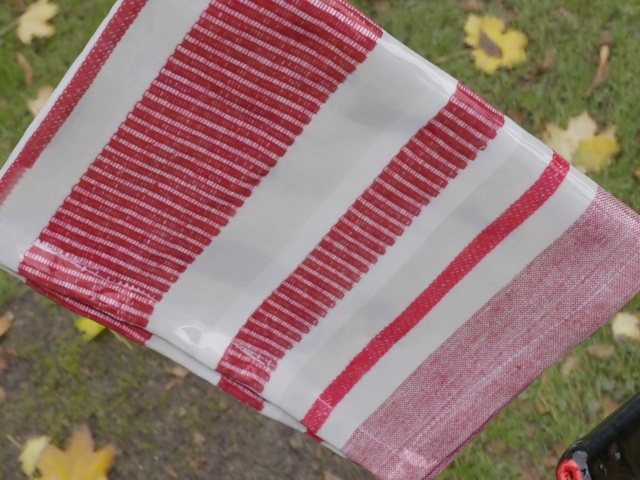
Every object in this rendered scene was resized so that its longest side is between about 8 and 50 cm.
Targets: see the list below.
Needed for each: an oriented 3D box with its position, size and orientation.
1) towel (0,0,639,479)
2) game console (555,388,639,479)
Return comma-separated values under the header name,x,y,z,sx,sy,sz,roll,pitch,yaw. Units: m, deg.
name,x,y,z,sx,sy,sz,roll,pitch,yaw
towel,0.000,0.000,0.659,0.237,0.329,0.037,-49,21,24
game console,0.393,0.294,1.156,0.060,0.386,0.342,-31,85,42
